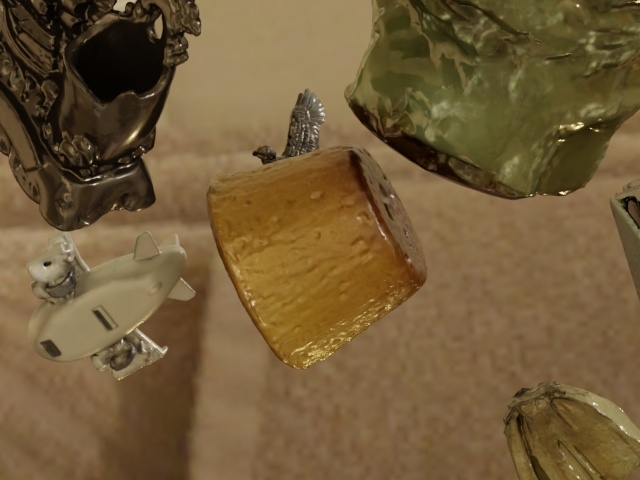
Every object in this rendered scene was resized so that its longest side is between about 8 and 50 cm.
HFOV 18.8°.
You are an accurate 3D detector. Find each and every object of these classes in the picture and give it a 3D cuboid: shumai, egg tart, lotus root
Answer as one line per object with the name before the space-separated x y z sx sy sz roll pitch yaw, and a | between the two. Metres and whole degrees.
shumai | 0.174 -0.207 1.687 0.324 0.397 0.323 -98 -163 -63
egg tart | 0.000 0.000 1.746 0.203 0.147 0.202 57 14 -22
lotus root | 0.258 0.206 2.017 0.144 0.143 0.070 55 15 -13

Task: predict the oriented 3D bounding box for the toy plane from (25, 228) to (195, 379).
toy plane | -0.202 0.055 1.832 0.080 0.174 0.174 -108 -173 -61

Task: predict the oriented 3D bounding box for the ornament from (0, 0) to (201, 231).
ornament | -0.191 -0.172 1.534 0.251 0.106 0.260 49 -42 32

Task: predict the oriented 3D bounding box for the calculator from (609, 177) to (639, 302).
calculator | 0.335 0.077 1.755 0.274 0.058 0.248 -81 151 -80

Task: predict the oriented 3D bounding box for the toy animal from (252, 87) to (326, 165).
toy animal | -0.031 -0.079 2.257 0.108 0.062 0.220 47 50 -31
